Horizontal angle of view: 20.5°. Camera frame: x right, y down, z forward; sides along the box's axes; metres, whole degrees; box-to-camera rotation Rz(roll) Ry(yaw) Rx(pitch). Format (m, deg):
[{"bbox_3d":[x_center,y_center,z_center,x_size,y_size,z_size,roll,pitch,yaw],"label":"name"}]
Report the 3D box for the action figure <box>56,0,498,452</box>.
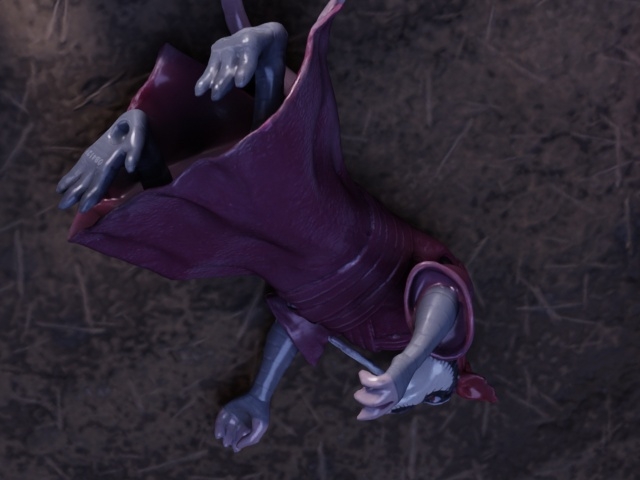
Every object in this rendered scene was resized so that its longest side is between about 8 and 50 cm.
[{"bbox_3d":[0.000,0.000,1.268,0.370,0.248,0.276,37,63,-34],"label":"action figure"}]
